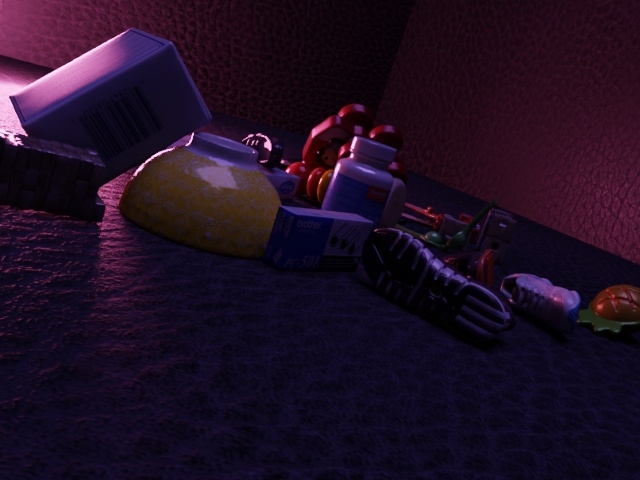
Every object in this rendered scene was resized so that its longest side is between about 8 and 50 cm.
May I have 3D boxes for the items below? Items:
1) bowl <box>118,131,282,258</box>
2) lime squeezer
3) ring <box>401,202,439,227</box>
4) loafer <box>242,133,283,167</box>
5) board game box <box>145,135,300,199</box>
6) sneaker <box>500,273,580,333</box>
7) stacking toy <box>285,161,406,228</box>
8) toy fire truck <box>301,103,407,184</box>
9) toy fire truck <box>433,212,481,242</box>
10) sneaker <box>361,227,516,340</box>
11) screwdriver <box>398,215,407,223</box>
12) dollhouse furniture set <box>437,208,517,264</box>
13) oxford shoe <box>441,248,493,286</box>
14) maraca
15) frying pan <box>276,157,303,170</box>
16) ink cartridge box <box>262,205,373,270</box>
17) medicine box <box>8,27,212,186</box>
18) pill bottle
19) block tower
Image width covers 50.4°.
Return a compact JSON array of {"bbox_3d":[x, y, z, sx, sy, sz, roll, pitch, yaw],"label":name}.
[{"bbox_3d":[-0.183,-0.094,1.159,0.290,0.156,0.289,17,12,-4],"label":"bowl"},{"bbox_3d":[0.307,-0.025,1.740,0.310,0.109,0.059,-9,13,35],"label":"lime squeezer"},{"bbox_3d":[0.293,-0.101,2.199,0.337,0.032,0.336,18,13,-4],"label":"ring"},{"bbox_3d":[-0.146,-0.226,1.690,0.078,0.076,0.223,11,9,-19],"label":"loafer"},{"bbox_3d":[-0.260,-0.185,1.653,0.319,0.065,0.318,24,13,24],"label":"board game box"},{"bbox_3d":[0.423,0.120,1.311,0.092,0.087,0.228,10,6,-7],"label":"sneaker"},{"bbox_3d":[0.048,-0.134,1.760,0.330,0.141,0.141,20,12,26],"label":"stacking toy"},{"bbox_3d":[0.082,-0.219,1.877,0.302,0.254,0.169,27,48,-36],"label":"toy fire truck"},{"bbox_3d":[0.415,-0.048,2.059,0.135,0.047,0.192,26,21,3],"label":"toy fire truck"},{"bbox_3d":[0.205,0.080,1.142,0.281,0.106,0.162,38,14,34],"label":"sneaker"},{"bbox_3d":[0.184,-0.054,1.874,0.170,0.025,0.024,-7,27,-45],"label":"screwdriver"},{"bbox_3d":[0.425,-0.035,1.866,0.184,0.128,0.129,20,12,5],"label":"dollhouse furniture set"},{"bbox_3d":[0.278,0.066,1.298,0.098,0.096,0.271,2,-4,11],"label":"oxford shoe"},{"bbox_3d":[0.621,0.151,1.426,0.186,0.099,0.127,-19,24,-27],"label":"maraca"},{"bbox_3d":[-0.166,-0.265,2.190,0.197,0.053,0.326,22,11,15],"label":"frying pan"},{"bbox_3d":[0.000,0.000,1.151,0.046,0.097,0.207,28,16,37],"label":"ink cartridge box"},{"bbox_3d":[-0.372,-0.232,1.180,0.289,0.263,0.149,37,-23,56],"label":"medicine box"},{"bbox_3d":[0.075,-0.093,1.379,0.124,0.221,0.124,18,13,-4],"label":"pill bottle"},{"bbox_3d":[-0.469,-0.109,0.942,0.336,0.097,0.091,13,14,-31],"label":"block tower"}]
